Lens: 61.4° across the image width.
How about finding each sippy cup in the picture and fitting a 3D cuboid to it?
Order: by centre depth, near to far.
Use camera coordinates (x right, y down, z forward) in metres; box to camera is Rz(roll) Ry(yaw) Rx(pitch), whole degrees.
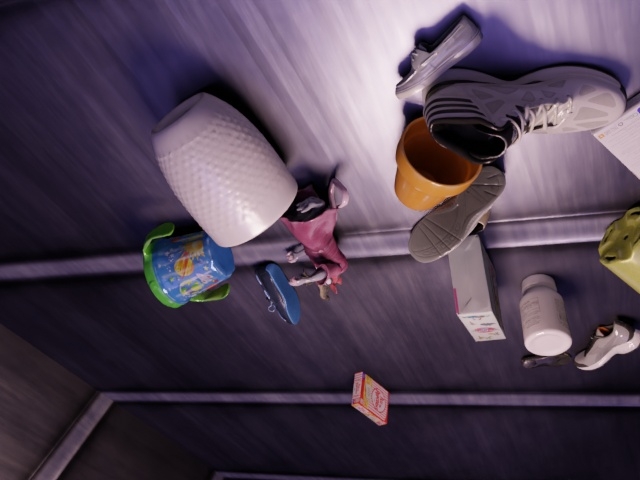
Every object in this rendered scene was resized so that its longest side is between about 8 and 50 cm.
[{"bbox_3d":[-0.410,0.074,1.742,0.224,0.240,0.305,-20,168,16],"label":"sippy cup"}]

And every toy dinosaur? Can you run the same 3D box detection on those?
[{"bbox_3d":[-0.005,0.130,1.818,0.118,0.064,0.268,7,140,-5],"label":"toy dinosaur"}]

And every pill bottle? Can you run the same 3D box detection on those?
[{"bbox_3d":[0.676,0.221,1.639,0.131,0.229,0.131,6,136,6],"label":"pill bottle"}]

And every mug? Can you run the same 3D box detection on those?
[{"bbox_3d":[-0.290,-0.197,1.416,0.374,0.276,0.328,7,141,52],"label":"mug"}]

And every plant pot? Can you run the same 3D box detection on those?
[{"bbox_3d":[0.272,-0.175,1.357,0.205,0.205,0.188,15,153,-4],"label":"plant pot"},{"bbox_3d":[0.898,0.047,1.416,0.253,0.276,0.276,31,135,-3],"label":"plant pot"}]

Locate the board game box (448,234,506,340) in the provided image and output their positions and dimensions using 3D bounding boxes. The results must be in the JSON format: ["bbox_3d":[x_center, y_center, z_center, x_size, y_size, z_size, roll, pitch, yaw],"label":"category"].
[{"bbox_3d":[0.452,0.146,1.550,0.097,0.224,0.303,-12,152,22],"label":"board game box"}]

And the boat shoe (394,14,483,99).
[{"bbox_3d":[0.245,-0.408,1.198,0.227,0.079,0.081,-34,112,31],"label":"boat shoe"}]

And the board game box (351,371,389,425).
[{"bbox_3d":[0.211,0.663,2.259,0.045,0.147,0.193,-26,126,33],"label":"board game box"}]

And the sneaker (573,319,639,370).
[{"bbox_3d":[0.953,0.351,1.828,0.108,0.100,0.271,38,139,7],"label":"sneaker"}]

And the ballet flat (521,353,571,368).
[{"bbox_3d":[0.825,0.434,1.976,0.173,0.049,0.058,-9,106,13],"label":"ballet flat"}]

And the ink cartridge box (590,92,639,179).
[{"bbox_3d":[0.783,-0.257,1.253,0.208,0.045,0.206,34,132,-20],"label":"ink cartridge box"}]

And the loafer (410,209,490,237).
[{"bbox_3d":[0.364,-0.032,1.543,0.102,0.092,0.268,35,132,-22],"label":"loafer"}]

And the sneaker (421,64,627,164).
[{"bbox_3d":[0.446,-0.250,1.179,0.447,0.258,0.169,3,136,9],"label":"sneaker"}]

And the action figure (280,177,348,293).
[{"bbox_3d":[0.000,0.000,1.618,0.275,0.248,0.370,-30,124,3],"label":"action figure"}]

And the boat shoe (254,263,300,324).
[{"bbox_3d":[-0.147,0.184,1.890,0.089,0.109,0.258,-7,118,28],"label":"boat shoe"}]

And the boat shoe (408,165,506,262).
[{"bbox_3d":[0.367,-0.064,1.438,0.118,0.103,0.320,46,111,17],"label":"boat shoe"}]
